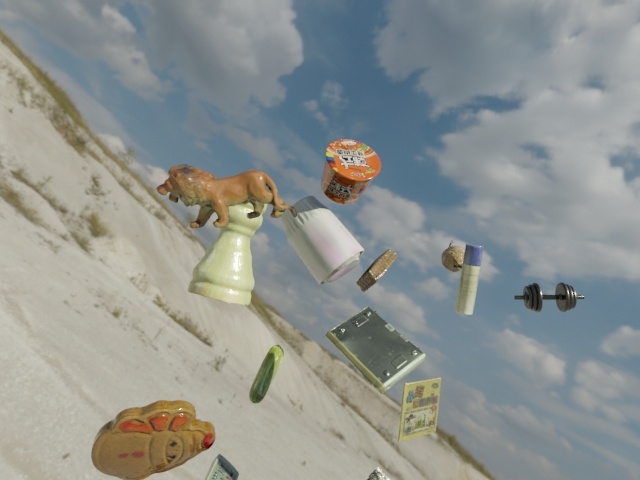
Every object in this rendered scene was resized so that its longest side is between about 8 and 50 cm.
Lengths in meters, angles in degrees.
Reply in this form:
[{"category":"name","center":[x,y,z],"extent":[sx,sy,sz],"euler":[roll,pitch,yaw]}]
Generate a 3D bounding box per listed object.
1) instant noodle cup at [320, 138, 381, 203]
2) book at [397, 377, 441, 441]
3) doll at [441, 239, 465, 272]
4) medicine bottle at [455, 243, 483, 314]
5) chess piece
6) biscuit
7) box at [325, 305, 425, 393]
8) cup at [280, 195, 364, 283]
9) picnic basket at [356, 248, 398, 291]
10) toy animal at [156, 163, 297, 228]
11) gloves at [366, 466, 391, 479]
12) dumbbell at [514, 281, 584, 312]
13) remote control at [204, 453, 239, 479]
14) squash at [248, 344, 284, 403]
[{"category":"instant noodle cup","center":[0.117,-0.296,1.839],"extent":[0.250,0.250,0.192],"euler":[30,-38,5]},{"category":"book","center":[0.328,0.557,1.371],"extent":[0.168,0.192,0.013],"euler":[4,3,-32]},{"category":"doll","center":[0.584,0.085,1.813],"extent":[0.105,0.221,0.114],"euler":[-24,-78,23]},{"category":"medicine bottle","center":[0.494,0.128,1.377],"extent":[0.059,0.230,0.059],"euler":[7,8,-1]},{"category":"chess piece","center":[-0.330,0.010,1.582],"extent":[0.234,0.441,0.234],"euler":[13,-8,2]},{"category":"biscuit","center":[-0.541,0.665,1.370],"extent":[0.381,0.358,0.074],"euler":[4,32,-20]},{"category":"box","center":[0.174,0.334,1.319],"extent":[0.270,0.211,0.045],"euler":[39,-34,42]},{"category":"cup","center":[0.000,0.000,1.880],"extent":[0.371,0.253,0.253],"euler":[52,-16,11]},{"category":"picnic basket","center":[0.209,0.108,1.542],"extent":[0.055,0.193,0.110],"euler":[45,-43,2]},{"category":"toy animal","center":[-0.221,-0.113,0.990],"extent":[0.097,0.313,0.157],"euler":[-151,-127,-65]},{"category":"gloves","center":[0.220,1.033,1.728],"extent":[0.114,0.153,0.070],"euler":[21,-22,52]},{"category":"dumbbell","center":[0.746,0.186,1.355],"extent":[0.209,0.099,0.099],"euler":[-2,-27,11]},{"category":"remote control","center":[-0.370,0.895,1.528],"extent":[0.123,0.038,0.285],"euler":[43,-6,3]},{"category":"squash","center":[-0.207,0.510,1.594],"extent":[0.069,0.238,0.069],"euler":[18,-34,13]}]
